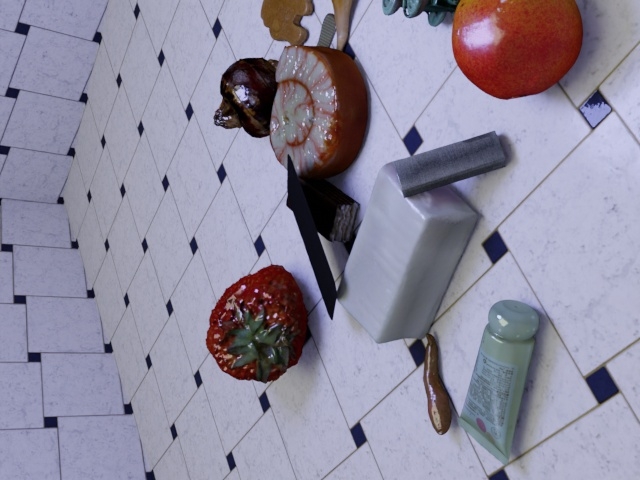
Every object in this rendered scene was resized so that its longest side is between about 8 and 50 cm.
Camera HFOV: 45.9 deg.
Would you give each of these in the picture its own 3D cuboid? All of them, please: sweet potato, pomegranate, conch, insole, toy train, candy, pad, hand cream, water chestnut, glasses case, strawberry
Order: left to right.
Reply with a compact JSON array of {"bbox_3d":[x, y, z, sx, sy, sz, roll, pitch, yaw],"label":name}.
[{"bbox_3d":[-0.189,-0.381,2.062,0.223,0.238,0.223,55,177,4],"label":"water chestnut"},{"bbox_3d":[-0.161,0.215,2.063,0.312,0.267,0.351,-58,8,3],"label":"strawberry"},{"bbox_3d":[-0.006,-0.469,1.972,0.086,0.005,0.253,47,129,43],"label":"insole"},{"bbox_3d":[-0.001,0.001,1.842,0.315,0.063,0.375,100,154,-66],"label":"pad"},{"bbox_3d":[0.050,-0.613,1.801,0.109,0.093,0.330,28,118,33],"label":"conch"},{"bbox_3d":[0.173,0.028,1.612,0.208,0.145,0.358,50,132,42],"label":"candy"},{"bbox_3d":[0.245,0.306,1.613,0.050,0.050,0.214,-31,61,53],"label":"sweet potato"},{"bbox_3d":[0.226,-0.531,1.457,0.304,0.150,0.221,-129,49,-67],"label":"toy train"},{"bbox_3d":[0.248,-0.148,1.461,0.047,0.205,0.070,53,-159,-70],"label":"glasses case"},{"bbox_3d":[0.336,0.262,1.433,0.147,0.093,0.305,37,124,51],"label":"hand cream"},{"bbox_3d":[0.333,-0.373,1.300,0.221,0.221,0.256,-5,81,56],"label":"pomegranate"}]

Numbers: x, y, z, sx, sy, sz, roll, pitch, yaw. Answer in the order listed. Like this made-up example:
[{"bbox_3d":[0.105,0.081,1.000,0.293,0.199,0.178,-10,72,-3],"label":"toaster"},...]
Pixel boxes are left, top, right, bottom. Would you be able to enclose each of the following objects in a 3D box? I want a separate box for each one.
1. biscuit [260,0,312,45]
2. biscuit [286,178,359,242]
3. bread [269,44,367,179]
[{"bbox_3d":[-0.096,-0.615,2.072,0.236,0.040,0.144,39,117,50],"label":"biscuit"},{"bbox_3d":[0.004,-0.088,1.924,0.252,0.070,0.106,39,124,48],"label":"biscuit"},{"bbox_3d":[-0.012,-0.312,1.882,0.295,0.114,0.327,39,126,43],"label":"bread"}]
